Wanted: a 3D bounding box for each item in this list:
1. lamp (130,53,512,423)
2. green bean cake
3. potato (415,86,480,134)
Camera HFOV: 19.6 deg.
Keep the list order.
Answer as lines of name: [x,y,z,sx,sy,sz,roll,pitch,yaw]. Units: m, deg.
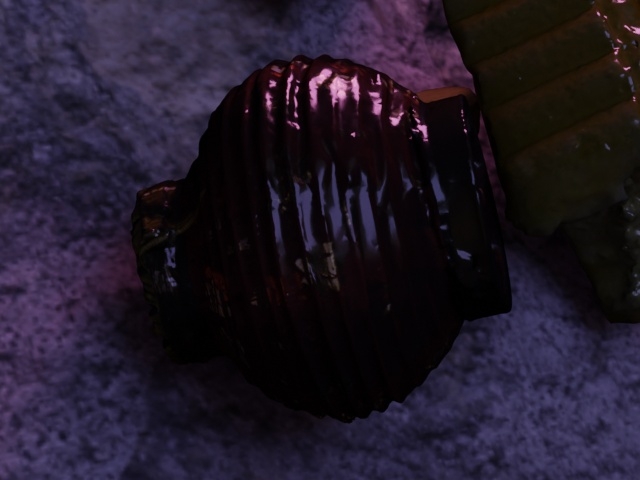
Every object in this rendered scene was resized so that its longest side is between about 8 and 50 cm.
lamp: [0.000,0.000,1.160,0.247,0.247,0.247,12,61,-22]
green bean cake: [0.196,-0.079,1.283,0.236,0.124,0.233,38,33,-56]
potato: [0.074,-0.066,1.312,0.103,0.096,0.066,-23,113,-30]
